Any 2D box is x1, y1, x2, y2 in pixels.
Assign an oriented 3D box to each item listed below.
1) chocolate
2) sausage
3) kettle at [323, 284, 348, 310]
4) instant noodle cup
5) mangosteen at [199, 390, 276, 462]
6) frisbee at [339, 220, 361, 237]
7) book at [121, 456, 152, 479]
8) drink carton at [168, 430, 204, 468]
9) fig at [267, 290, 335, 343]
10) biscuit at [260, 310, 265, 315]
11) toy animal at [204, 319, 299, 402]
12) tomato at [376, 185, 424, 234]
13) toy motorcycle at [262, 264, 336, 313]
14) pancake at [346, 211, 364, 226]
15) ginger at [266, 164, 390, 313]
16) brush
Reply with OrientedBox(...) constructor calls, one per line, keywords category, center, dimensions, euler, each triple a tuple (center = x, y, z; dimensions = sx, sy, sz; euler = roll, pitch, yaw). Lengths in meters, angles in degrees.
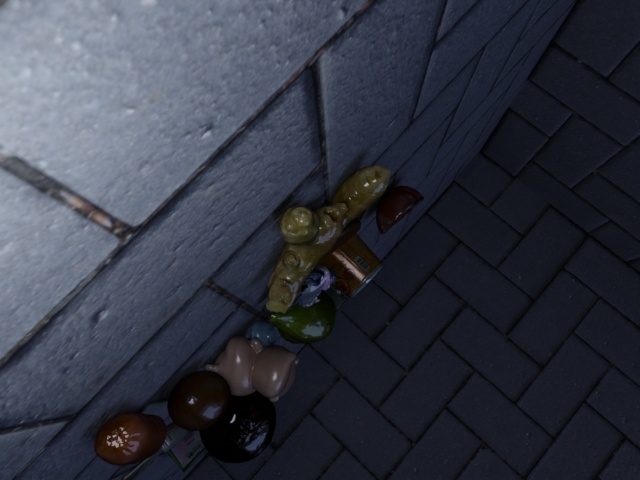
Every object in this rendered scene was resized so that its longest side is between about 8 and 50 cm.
OrientedBox(category="chocolate", center=(-0.330, 0.423, 1.290), dimensions=(0.177, 0.177, 0.177), euler=(-46, 168, -12))
OrientedBox(category="sausage", center=(-0.421, 0.442, 1.086), dimensions=(0.113, 0.113, 0.259), euler=(-45, 169, -18))
OrientedBox(category="kettle", center=(0.023, 0.197, 1.828), dimensions=(0.098, 0.148, 0.127), euler=(-38, 166, -34))
OrientedBox(category="instant noodle cup", center=(0.099, 0.084, 1.676), dimensions=(0.216, 0.172, 0.216), euler=(-45, 168, -12))
OrientedBox(category="mangosteen", center=(-0.329, 0.674, 1.830), dimensions=(0.297, 0.313, 0.297), euler=(-18, 111, -56))
OrientedBox(category="frisbee", center=(0.020, 0.022, 1.437), dimensions=(0.251, 0.021, 0.251), euler=(-34, 173, -5))
OrientedBox(category="book", center=(-0.631, 0.798, 1.703), dimensions=(0.182, 0.014, 0.127), euler=(-33, 161, -55))
OrientedBox(category="drink carton", center=(-0.527, 0.833, 1.970), dimensions=(0.161, 0.108, 0.271), euler=(-39, 167, -28))
OrientedBox(category="fig", center=(-0.073, 0.251, 1.596), dimensions=(0.206, 0.206, 0.275), euler=(-51, 155, 12))
OrientedBox(category="biscuit", center=(-0.155, 0.211, 1.543), dimensions=(0.092, 0.016, 0.082), euler=(-40, 167, -42))
OrientedBox(category="toy animal", center=(-0.187, 0.383, 1.454), dimensions=(0.229, 0.221, 0.210), euler=(-44, 159, -6))
OrientedBox(category="tomato", center=(0.269, -0.122, 1.787), dimensions=(0.199, 0.112, 0.228), euler=(-45, 171, 21))
OrientedBox(category="toy motorcycle", center=(-0.038, 0.134, 1.376), dimensions=(0.204, 0.108, 0.239), euler=(-12, 172, -45))
OrientedBox(category="pancake", center=(0.052, -0.044, 1.372), dimensions=(0.244, 0.057, 0.266), euler=(-43, 169, -18))
OrientedBox(category="ginger", center=(-0.004, -0.017, 1.168), dimensions=(0.363, 0.122, 0.348), euler=(-45, 172, -45))
OrientedBox(category="brush", center=(-0.514, 0.646, 1.530), dimensions=(0.070, 0.065, 0.327), euler=(-47, 168, 8))
